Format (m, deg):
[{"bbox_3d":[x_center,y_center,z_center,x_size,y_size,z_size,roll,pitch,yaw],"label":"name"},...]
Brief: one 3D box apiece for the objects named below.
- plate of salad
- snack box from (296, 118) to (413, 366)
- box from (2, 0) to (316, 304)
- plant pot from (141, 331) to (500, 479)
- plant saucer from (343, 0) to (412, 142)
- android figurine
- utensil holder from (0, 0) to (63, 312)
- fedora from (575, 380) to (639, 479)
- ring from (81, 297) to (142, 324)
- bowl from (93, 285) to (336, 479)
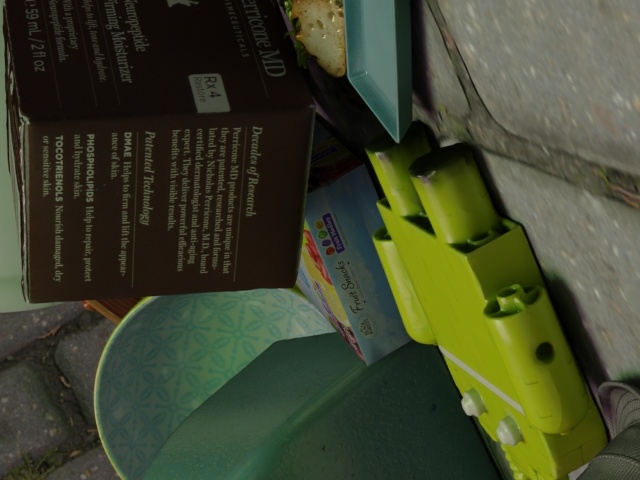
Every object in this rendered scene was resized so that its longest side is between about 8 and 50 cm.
[{"bbox_3d":[-0.029,-0.197,1.231,0.200,0.048,0.200,59,170,16],"label":"plate of salad"},{"bbox_3d":[-0.002,-0.018,1.511,0.207,0.070,0.174,48,164,59],"label":"snack box"},{"bbox_3d":[-0.123,-0.073,1.313,0.168,0.203,0.167,-109,19,-49],"label":"box"},{"bbox_3d":[-0.018,0.243,1.552,0.247,0.252,0.248,-13,105,56],"label":"plant pot"},{"bbox_3d":[0.035,-0.142,1.113,0.067,0.018,0.192,55,165,31],"label":"plant saucer"},{"bbox_3d":[0.110,0.056,1.207,0.273,0.056,0.248,67,168,-21],"label":"android figurine"},{"bbox_3d":[-0.292,-0.185,1.598,0.327,0.327,0.385,52,152,42],"label":"utensil holder"},{"bbox_3d":[0.188,0.210,1.025,0.244,0.124,0.275,65,169,-16],"label":"fedora"},{"bbox_3d":[-0.211,0.009,2.110,0.336,0.032,0.337,31,-151,-20],"label":"ring"},{"bbox_3d":[-0.081,0.147,1.884,0.156,0.289,0.289,-73,-41,-71],"label":"bowl"}]
